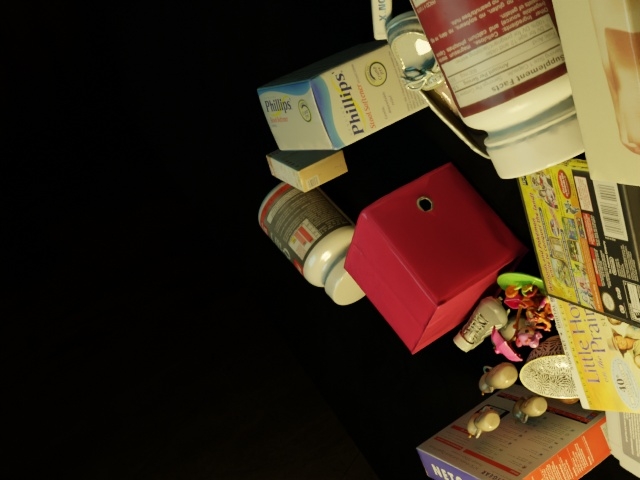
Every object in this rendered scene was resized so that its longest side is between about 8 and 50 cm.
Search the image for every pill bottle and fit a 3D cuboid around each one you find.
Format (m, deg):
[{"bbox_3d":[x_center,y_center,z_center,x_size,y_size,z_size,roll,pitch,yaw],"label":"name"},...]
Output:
[{"bbox_3d":[0.000,0.000,2.262,0.363,0.210,0.210,48,155,32],"label":"pill bottle"},{"bbox_3d":[0.285,-0.309,1.212,0.392,0.224,0.224,64,159,-9],"label":"pill bottle"}]

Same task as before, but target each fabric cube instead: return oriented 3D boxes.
[{"bbox_3d":[0.238,0.039,1.712,0.258,0.254,0.259,53,157,21],"label":"fabric cube"}]

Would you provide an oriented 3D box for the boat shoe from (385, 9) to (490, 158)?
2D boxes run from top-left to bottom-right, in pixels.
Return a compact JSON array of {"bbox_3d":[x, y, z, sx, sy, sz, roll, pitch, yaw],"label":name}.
[{"bbox_3d":[0.226,-0.267,1.378,0.118,0.103,0.320,-21,136,30],"label":"boat shoe"}]

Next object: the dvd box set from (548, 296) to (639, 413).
[{"bbox_3d":[0.546,0.136,1.312,0.420,0.062,0.307,-19,87,68],"label":"dvd box set"}]

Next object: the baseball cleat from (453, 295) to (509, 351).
[{"bbox_3d":[0.348,0.192,1.734,0.072,0.109,0.206,43,165,19],"label":"baseball cleat"}]

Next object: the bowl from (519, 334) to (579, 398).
[{"bbox_3d":[0.489,0.243,1.601,0.170,0.170,0.080,90,-170,-52],"label":"bowl"}]

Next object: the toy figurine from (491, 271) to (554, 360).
[{"bbox_3d":[0.407,0.161,1.566,0.130,0.159,0.173,36,156,-31],"label":"toy figurine"}]

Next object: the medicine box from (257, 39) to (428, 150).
[{"bbox_3d":[0.061,-0.304,1.632,0.263,0.289,0.149,12,128,63],"label":"medicine box"}]

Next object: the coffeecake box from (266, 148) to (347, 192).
[{"bbox_3d":[-0.039,-0.212,2.178,0.185,0.142,0.068,32,144,52],"label":"coffeecake box"}]

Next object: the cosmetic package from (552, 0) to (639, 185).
[{"bbox_3d":[0.431,-0.237,1.071,0.129,0.153,0.296,22,137,59],"label":"cosmetic package"}]

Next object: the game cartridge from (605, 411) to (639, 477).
[{"bbox_3d":[0.626,0.347,1.495,0.196,0.060,0.294,36,148,55],"label":"game cartridge"}]

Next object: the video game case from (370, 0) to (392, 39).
[{"bbox_3d":[0.088,-0.555,1.308,0.300,0.036,0.328,77,-170,-61],"label":"video game case"}]

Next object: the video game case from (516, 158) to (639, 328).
[{"bbox_3d":[0.434,-0.004,1.300,0.248,0.035,0.274,22,135,62],"label":"video game case"}]

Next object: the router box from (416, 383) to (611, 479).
[{"bbox_3d":[0.422,0.448,1.739,0.335,0.301,0.082,4,120,66],"label":"router box"}]

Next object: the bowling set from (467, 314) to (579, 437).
[{"bbox_3d":[0.443,0.323,1.723,0.200,0.287,0.154,25,160,0],"label":"bowling set"}]
